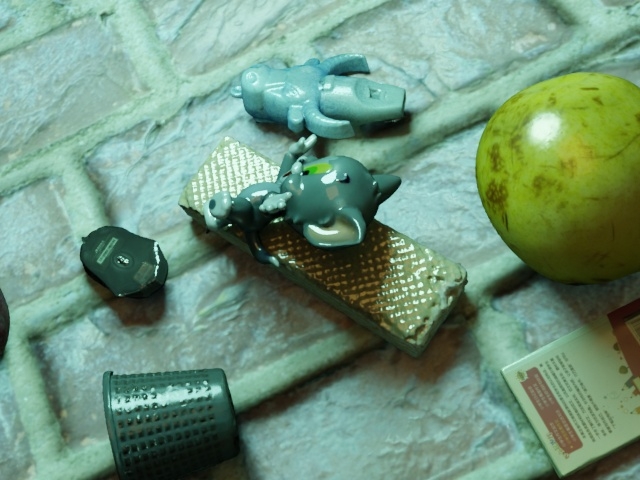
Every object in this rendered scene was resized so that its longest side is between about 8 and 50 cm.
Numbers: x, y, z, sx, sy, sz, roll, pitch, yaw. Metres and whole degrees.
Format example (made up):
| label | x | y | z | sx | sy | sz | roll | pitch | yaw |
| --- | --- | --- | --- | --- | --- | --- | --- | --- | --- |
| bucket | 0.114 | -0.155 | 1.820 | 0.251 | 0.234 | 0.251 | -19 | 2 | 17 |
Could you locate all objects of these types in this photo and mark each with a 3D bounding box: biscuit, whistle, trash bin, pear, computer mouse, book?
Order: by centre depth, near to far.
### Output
| label | x | y | z | sx | sy | sz | roll | pitch | yaw |
| --- | --- | --- | --- | --- | --- | --- | --- | --- | --- |
| pear | 0.332 | -0.079 | 1.257 | 0.280 | 0.281 | 0.281 | -3 | 69 | 9 |
| book | 0.376 | 0.187 | 1.277 | 0.231 | 0.022 | 0.162 | -27 | 65 | 0 |
| trash bin | -0.192 | 0.245 | 1.295 | 0.161 | 0.175 | 0.176 | -10 | 68 | -7 |
| biscuit | 0.000 | 0.000 | 1.386 | 0.426 | 0.078 | 0.144 | 32 | 77 | 19 |
| computer mouse | -0.286 | 0.034 | 1.440 | 0.172 | 0.057 | 0.099 | 27 | 78 | 30 |
| whistle | -0.004 | -0.215 | 1.460 | 0.269 | 0.093 | 0.180 | 2 | 45 | 10 |

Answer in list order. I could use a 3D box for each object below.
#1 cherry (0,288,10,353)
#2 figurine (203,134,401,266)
| label | x | y | z | sx | sy | sz | roll | pitch | yaw |
| --- | --- | --- | --- | --- | --- | --- | --- | --- | --- |
| cherry | -0.540 | 0.109 | 1.411 | 0.176 | 0.140 | 0.176 | 2 | 66 | -4 |
| figurine | -0.042 | -0.039 | 1.292 | 0.265 | 0.193 | 0.140 | -25 | 103 | 21 |
